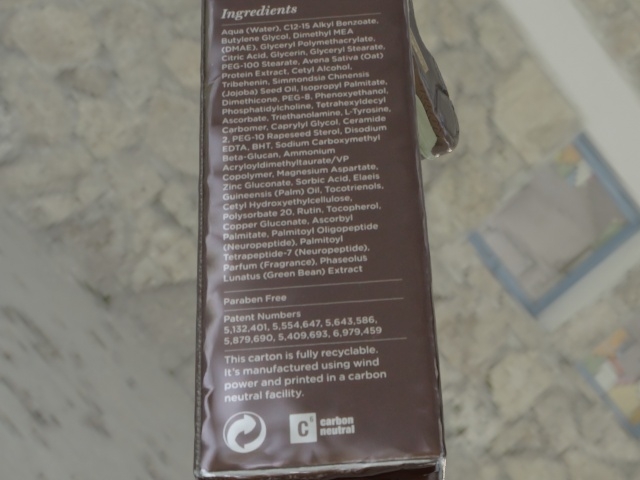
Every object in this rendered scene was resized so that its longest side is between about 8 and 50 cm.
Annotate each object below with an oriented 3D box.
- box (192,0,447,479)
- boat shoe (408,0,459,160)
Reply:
[{"bbox_3d":[0.000,0.000,0.885,0.191,0.143,0.382,81,4,-61],"label":"box"},{"bbox_3d":[0.028,-0.180,1.186,0.258,0.095,0.095,69,23,-5],"label":"boat shoe"}]
